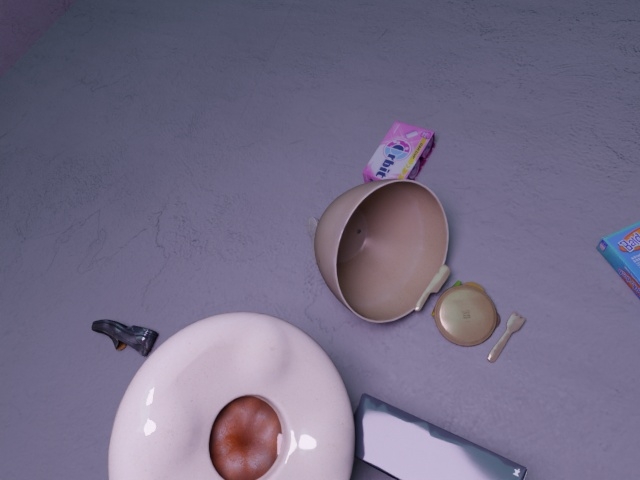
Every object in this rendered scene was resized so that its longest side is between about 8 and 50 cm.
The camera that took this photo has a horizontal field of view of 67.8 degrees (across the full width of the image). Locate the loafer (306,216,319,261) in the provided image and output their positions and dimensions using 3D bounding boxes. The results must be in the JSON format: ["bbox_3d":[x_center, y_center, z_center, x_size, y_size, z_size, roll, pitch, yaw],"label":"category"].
[{"bbox_3d":[0.000,0.000,1.129,0.045,0.039,0.125,-36,54,34],"label":"loafer"}]

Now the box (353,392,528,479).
[{"bbox_3d":[0.183,0.365,0.788,0.261,0.184,0.103,18,67,24],"label":"box"}]

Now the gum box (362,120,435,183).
[{"bbox_3d":[0.192,-0.196,1.175,0.107,0.062,0.188,24,69,25],"label":"gum box"}]

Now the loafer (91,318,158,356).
[{"bbox_3d":[-0.467,0.225,1.111,0.170,0.062,0.061,7,68,19],"label":"loafer"}]

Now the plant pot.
[{"bbox_3d":[0.097,0.005,0.993,0.284,0.284,0.191,-48,32,-14],"label":"plant pot"}]

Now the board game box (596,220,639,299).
[{"bbox_3d":[0.675,0.052,0.917,0.160,0.047,0.210,-24,58,1],"label":"board game box"}]

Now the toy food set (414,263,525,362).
[{"bbox_3d":[0.297,0.150,0.970,0.192,0.038,0.132,36,82,14],"label":"toy food set"}]

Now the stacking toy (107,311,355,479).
[{"bbox_3d":[-0.199,0.325,0.810,0.351,0.480,0.350,11,68,-29],"label":"stacking toy"}]
